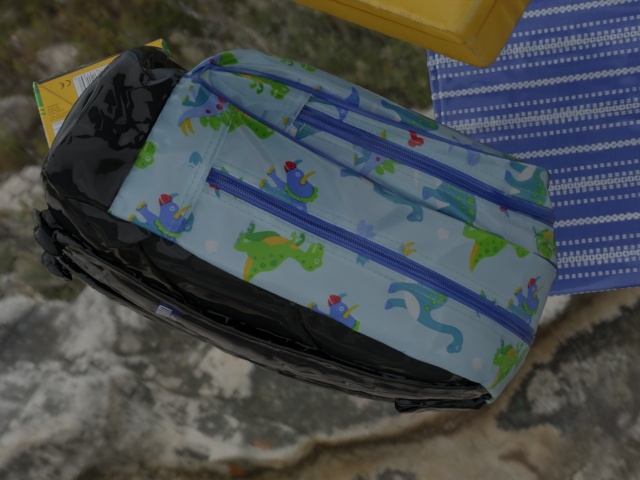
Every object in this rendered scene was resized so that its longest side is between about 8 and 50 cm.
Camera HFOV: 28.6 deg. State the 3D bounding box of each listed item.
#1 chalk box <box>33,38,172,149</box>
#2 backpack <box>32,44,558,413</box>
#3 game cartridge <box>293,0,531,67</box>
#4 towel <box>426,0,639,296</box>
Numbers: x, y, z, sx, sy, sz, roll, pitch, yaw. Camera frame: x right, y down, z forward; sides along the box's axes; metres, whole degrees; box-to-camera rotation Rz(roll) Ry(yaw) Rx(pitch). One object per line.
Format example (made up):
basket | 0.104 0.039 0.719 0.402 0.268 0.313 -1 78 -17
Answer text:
chalk box | -0.169 -0.061 1.190 0.132 0.213 0.132 -20 59 -3
backpack | 0.000 0.000 0.939 0.355 0.290 0.273 35 74 3
game cartridge | 0.066 -0.274 0.703 0.285 0.052 0.324 28 82 41
towel | 0.236 -0.110 1.257 0.243 0.040 0.336 -7 80 15
